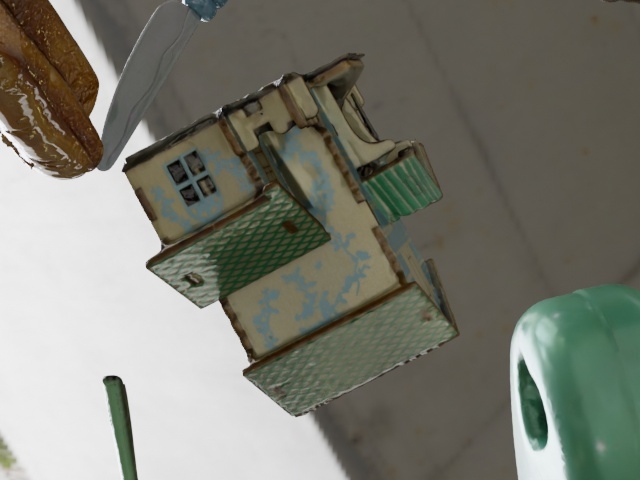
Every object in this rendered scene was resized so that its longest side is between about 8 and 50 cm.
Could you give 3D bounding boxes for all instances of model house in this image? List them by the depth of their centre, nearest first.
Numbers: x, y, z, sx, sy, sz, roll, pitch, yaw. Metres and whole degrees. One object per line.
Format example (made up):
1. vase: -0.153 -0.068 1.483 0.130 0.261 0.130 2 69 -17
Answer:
1. model house: 0.000 0.000 1.132 0.178 0.271 0.206 -26 -89 7

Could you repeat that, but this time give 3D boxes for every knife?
1. knife: 0.070 0.110 0.445 0.034 0.063 0.260 -12 -47 -6
2. knife: -0.109 -0.161 1.260 0.244 0.032 0.058 -58 -29 -16

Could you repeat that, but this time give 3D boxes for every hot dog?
1. hot dog: -0.139 -0.081 0.778 0.165 0.045 0.071 63 -159 -68

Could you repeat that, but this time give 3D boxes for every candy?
1. candy: -0.156 0.210 1.364 0.097 0.097 0.323 -41 -32 -32

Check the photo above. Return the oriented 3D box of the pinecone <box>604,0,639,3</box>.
1. pinecone: 0.205 -0.247 1.116 0.204 0.184 0.179 4 -80 -73
